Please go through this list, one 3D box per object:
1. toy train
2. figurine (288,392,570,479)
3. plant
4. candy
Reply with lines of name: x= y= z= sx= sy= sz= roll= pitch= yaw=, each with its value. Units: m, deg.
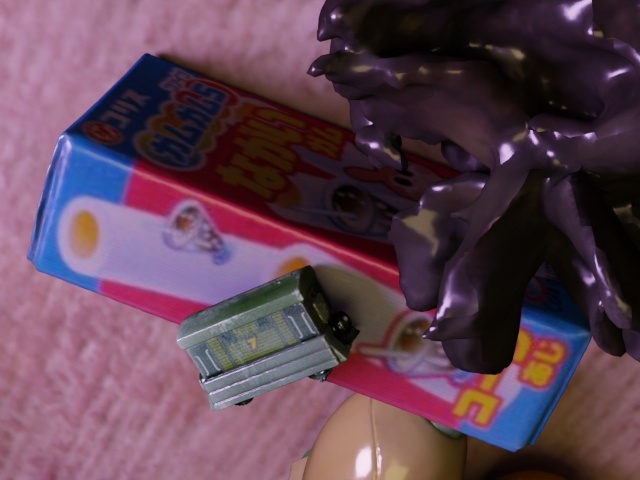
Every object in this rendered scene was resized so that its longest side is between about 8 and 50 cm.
toy train: x=-0.028 y=0.052 z=0.526 sx=0.093 sy=0.038 sz=0.056 roll=-23 pitch=106 yaw=20
figurine: x=0.107 y=0.232 z=0.739 sx=0.222 sy=0.124 sz=0.324 roll=-23 pitch=115 yaw=17
plant: x=0.095 y=-0.077 z=0.445 sx=0.189 sy=0.199 sz=0.275 roll=2 pitch=83 yaw=5
candy: x=0.000 y=-0.001 z=0.603 sx=0.306 sy=0.157 sz=0.100 roll=20 pitch=119 yaw=-1
